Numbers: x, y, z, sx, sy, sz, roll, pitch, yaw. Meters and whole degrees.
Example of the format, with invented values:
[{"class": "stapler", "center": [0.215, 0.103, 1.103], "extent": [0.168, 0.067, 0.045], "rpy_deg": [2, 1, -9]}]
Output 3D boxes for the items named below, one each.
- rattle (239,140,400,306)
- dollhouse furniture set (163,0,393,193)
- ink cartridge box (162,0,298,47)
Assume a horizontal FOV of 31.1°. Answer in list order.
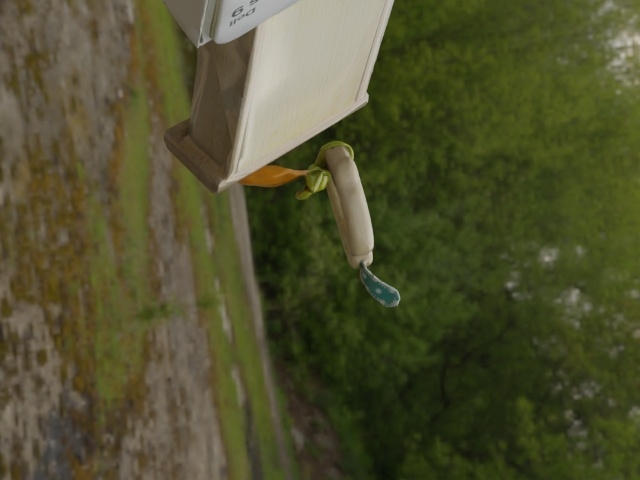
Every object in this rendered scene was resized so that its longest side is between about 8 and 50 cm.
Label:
[{"class": "rattle", "center": [0.000, 0.000, 1.282], "extent": [0.130, 0.142, 0.200], "rpy_deg": [37, -35, 54]}, {"class": "dollhouse furniture set", "center": [-0.129, -0.277, 0.902], "extent": [0.394, 0.362, 0.256], "rpy_deg": [44, -33, 19]}, {"class": "ink cartridge box", "center": [-0.035, -0.197, 0.386], "extent": [0.212, 0.154, 0.093], "rpy_deg": [55, -15, 3]}]
